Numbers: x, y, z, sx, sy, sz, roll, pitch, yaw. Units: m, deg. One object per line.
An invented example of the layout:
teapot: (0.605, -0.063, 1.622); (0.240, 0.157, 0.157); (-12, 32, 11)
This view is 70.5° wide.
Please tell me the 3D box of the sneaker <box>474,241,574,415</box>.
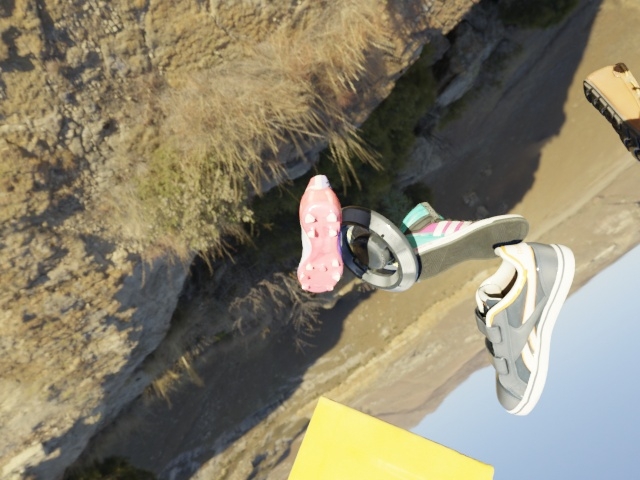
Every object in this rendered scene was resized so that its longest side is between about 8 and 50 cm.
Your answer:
sneaker: (0.334, 0.154, 0.805); (0.126, 0.128, 0.320); (-81, 179, -77)

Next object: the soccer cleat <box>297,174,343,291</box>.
soccer cleat: (0.000, 0.000, 0.797); (0.083, 0.095, 0.247); (1, 140, 0)

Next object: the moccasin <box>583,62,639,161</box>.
moccasin: (0.856, -0.325, 1.192); (0.147, 0.379, 0.139); (-28, 141, 20)

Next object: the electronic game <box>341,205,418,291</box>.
electronic game: (0.112, 0.022, 0.993); (0.048, 0.229, 0.229); (-42, 166, -30)

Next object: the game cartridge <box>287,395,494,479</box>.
game cartridge: (0.096, 0.449, 0.731); (0.052, 0.324, 0.285); (69, 41, -62)

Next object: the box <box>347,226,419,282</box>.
box: (0.165, 0.015, 1.238); (0.184, 0.232, 0.059); (23, 104, -23)

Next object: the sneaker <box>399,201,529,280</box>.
sneaker: (0.306, -0.023, 1.055); (0.296, 0.178, 0.123); (-17, 128, -1)
